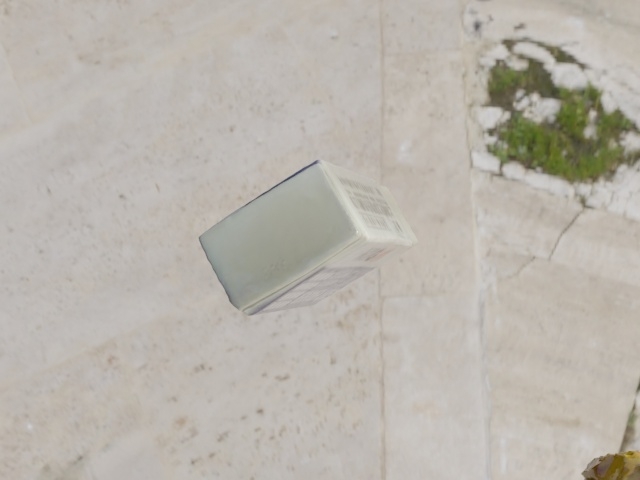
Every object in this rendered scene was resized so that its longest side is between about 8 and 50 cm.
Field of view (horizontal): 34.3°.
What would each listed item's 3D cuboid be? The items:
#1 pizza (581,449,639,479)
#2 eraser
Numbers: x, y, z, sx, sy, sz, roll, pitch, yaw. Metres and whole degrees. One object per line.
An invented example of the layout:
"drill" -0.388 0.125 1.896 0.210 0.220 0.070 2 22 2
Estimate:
"pizza" 0.220 0.267 0.648 0.408 0.114 0.278 30 101 23
"eraser" 0.000 0.000 0.937 0.124 0.279 0.081 -32 82 12
